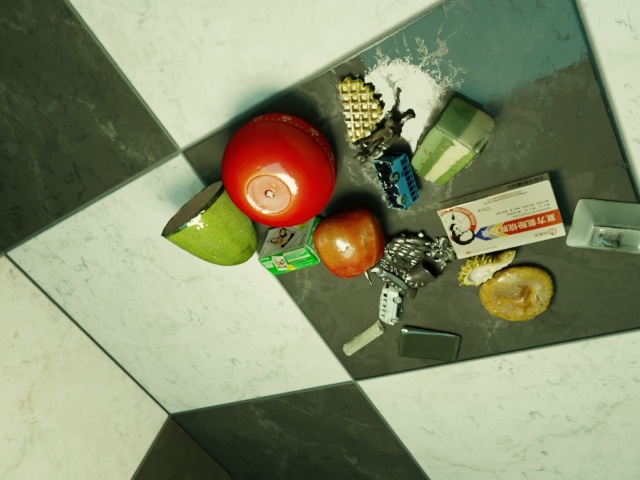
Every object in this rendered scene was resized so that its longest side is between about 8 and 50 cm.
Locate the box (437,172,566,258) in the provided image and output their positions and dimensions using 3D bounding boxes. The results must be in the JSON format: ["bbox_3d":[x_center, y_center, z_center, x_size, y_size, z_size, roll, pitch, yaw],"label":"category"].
[{"bbox_3d":[0.593,-0.073,1.617,0.354,0.069,0.214,-15,120,29],"label":"box"}]

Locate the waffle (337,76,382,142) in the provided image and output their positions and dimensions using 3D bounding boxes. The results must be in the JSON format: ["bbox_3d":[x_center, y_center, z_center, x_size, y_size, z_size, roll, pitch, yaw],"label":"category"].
[{"bbox_3d":[0.109,-0.412,1.538,0.161,0.046,0.192,-34,109,34],"label":"waffle"}]

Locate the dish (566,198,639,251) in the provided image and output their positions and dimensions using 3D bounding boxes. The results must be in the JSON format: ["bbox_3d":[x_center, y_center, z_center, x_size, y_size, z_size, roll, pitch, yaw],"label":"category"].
[{"bbox_3d":[0.920,-0.027,1.530,0.244,0.080,0.181,7,127,15],"label":"dish"}]

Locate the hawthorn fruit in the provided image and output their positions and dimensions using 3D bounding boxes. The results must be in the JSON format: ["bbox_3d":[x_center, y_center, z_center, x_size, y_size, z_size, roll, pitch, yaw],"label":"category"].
[{"bbox_3d":[0.120,0.028,1.715,0.254,0.254,0.300,-26,95,32],"label":"hawthorn fruit"}]

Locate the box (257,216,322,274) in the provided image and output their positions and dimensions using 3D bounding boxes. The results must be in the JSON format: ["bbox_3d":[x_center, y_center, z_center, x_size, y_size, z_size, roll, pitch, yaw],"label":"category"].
[{"bbox_3d":[-0.101,0.019,1.847,0.250,0.180,0.103,-17,129,30],"label":"box"}]

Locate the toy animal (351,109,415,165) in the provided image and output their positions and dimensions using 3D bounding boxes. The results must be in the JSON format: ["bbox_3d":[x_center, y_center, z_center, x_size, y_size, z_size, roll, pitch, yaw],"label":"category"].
[{"bbox_3d":[0.186,-0.324,1.527,0.233,0.148,0.084,-40,95,24],"label":"toy animal"}]

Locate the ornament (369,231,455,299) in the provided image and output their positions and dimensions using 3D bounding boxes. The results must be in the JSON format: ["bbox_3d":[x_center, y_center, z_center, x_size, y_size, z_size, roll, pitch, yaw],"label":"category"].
[{"bbox_3d":[0.342,0.065,1.789,0.251,0.106,0.260,32,124,-9],"label":"ornament"}]

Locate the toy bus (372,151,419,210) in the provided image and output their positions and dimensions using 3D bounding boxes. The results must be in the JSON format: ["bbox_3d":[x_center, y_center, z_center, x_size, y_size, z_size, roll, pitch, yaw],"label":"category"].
[{"bbox_3d":[0.250,-0.200,1.607,0.090,0.106,0.184,20,140,51],"label":"toy bus"}]

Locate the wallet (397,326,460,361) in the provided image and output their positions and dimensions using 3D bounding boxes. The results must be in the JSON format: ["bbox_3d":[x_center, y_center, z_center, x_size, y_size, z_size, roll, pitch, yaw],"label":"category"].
[{"bbox_3d":[0.452,0.434,2.053,0.246,0.052,0.168,6,127,9],"label":"wallet"}]

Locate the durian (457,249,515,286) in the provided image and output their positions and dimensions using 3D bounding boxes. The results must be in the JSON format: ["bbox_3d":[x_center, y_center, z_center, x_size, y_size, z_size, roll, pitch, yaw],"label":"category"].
[{"bbox_3d":[0.577,0.079,1.720,0.224,0.078,0.140,-35,135,25],"label":"durian"}]

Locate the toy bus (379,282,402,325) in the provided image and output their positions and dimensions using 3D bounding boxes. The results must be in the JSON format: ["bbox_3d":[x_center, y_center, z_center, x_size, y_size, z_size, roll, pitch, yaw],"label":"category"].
[{"bbox_3d":[0.282,0.249,1.949,0.089,0.087,0.193,14,129,17],"label":"toy bus"}]

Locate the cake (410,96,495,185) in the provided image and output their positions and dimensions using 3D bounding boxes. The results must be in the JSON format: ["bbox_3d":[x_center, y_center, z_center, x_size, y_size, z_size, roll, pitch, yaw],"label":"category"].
[{"bbox_3d":[0.402,-0.303,1.519,0.158,0.172,0.283,33,162,2],"label":"cake"}]

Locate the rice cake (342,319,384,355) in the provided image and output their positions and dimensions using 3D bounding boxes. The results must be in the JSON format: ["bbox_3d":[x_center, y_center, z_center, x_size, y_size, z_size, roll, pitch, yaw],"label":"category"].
[{"bbox_3d":[0.186,0.427,2.134,0.256,0.052,0.057,-45,74,37],"label":"rice cake"}]

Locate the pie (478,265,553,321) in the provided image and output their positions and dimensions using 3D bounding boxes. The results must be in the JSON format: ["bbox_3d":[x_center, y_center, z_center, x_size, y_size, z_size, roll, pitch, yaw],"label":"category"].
[{"bbox_3d":[0.708,0.193,1.773,0.274,0.069,0.273,8,131,10],"label":"pie"}]

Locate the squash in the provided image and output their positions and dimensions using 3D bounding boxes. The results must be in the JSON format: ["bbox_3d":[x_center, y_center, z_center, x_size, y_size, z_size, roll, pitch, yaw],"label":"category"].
[{"bbox_3d":[-0.380,-0.016,1.839,0.311,0.310,0.308,-24,117,31],"label":"squash"}]

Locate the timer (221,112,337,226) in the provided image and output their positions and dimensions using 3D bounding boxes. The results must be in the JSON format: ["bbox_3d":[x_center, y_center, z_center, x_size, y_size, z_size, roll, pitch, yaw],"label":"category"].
[{"bbox_3d":[-0.137,-0.222,1.616,0.379,0.279,0.377,7,127,10],"label":"timer"}]
